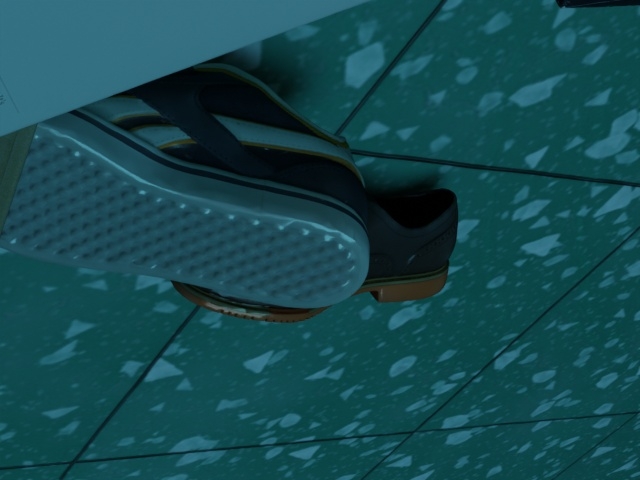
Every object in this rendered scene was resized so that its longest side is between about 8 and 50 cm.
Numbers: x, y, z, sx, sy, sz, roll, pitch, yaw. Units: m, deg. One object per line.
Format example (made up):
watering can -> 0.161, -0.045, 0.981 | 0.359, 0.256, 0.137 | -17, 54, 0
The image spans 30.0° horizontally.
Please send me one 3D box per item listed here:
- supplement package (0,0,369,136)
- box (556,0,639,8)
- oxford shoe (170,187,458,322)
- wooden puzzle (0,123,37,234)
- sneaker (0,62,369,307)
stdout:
supplement package -> -0.127, -0.177, 0.516 | 0.293, 0.175, 0.177 | -21, 149, -7
box -> 0.219, -0.269, 0.667 | 0.163, 0.142, 0.247 | -8, 148, -29
oxford shoe -> 0.000, 0.000, 1.008 | 0.271, 0.097, 0.098 | -8, 127, -35
wooden puzzle -> -0.291, -0.044, 0.691 | 0.221, 0.044, 0.238 | 14, 140, -18
sneaker -> -0.122, -0.053, 0.794 | 0.321, 0.127, 0.126 | 17, 136, -17
